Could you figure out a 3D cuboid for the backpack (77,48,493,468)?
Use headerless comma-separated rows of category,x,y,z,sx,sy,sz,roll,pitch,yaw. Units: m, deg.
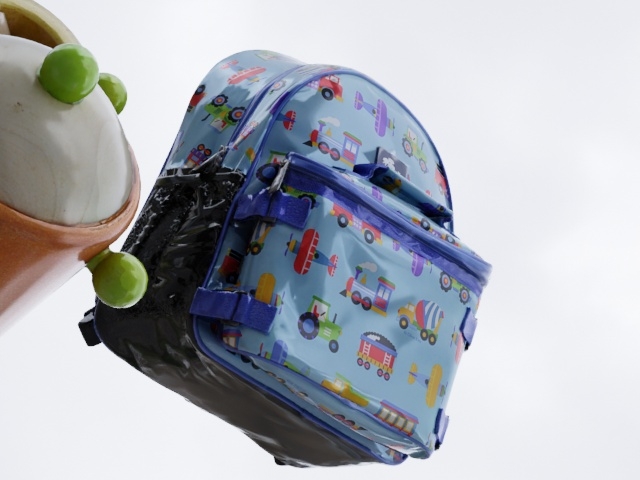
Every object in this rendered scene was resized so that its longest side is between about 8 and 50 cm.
backpack,0.000,0.000,0.854,0.117,0.158,0.173,-7,-125,48

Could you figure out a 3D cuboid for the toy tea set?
toy tea set,-0.195,-0.092,0.652,0.124,0.336,0.200,-47,-146,31
